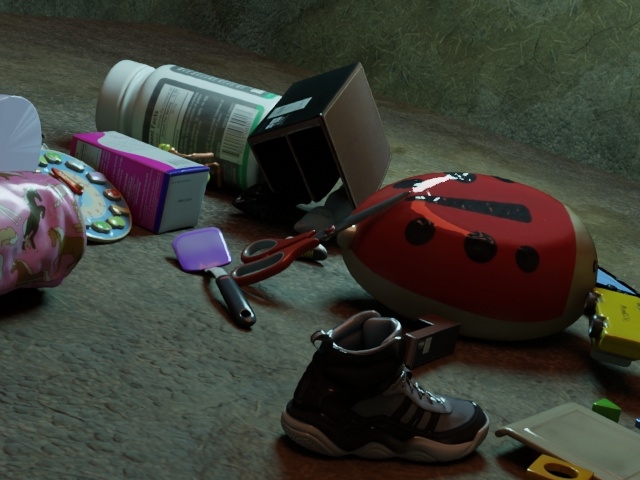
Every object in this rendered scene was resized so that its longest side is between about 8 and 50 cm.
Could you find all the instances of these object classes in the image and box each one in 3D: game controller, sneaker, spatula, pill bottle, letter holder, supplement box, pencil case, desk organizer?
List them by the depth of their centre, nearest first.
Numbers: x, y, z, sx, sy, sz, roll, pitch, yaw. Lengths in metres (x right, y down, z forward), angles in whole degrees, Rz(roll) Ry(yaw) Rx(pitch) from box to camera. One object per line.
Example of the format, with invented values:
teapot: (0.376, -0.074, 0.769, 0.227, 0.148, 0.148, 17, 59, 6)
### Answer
sneaker: (0.093, 0.166, 1.333, 0.268, 0.153, 0.101, 6, 18, -27)
pencil case: (-0.444, 0.008, 1.403, 0.160, 0.167, 0.386, 14, 15, 21)
desk organizer: (0.145, 0.142, 1.660, 0.050, 0.047, 0.130, 21, 17, 30)
spatula: (-0.151, 0.054, 1.722, 0.084, 0.030, 0.296, -11, 26, -17)
sneaker: (-0.029, 0.020, 1.971, 0.083, 0.031, 0.035, 15, 29, 19)
supplement box: (-0.318, -0.104, 1.992, 0.220, 0.114, 0.111, 23, 19, 27)
game controller: (0.501, 0.069, 2.172, 0.166, 0.067, 0.319, 7, 18, -22)
letter holder: (0.012, -0.172, 2.180, 0.152, 0.214, 0.302, -15, 21, 23)
pill bottle: (-0.251, -0.234, 2.328, 0.361, 0.204, 0.204, 18, 16, 14)

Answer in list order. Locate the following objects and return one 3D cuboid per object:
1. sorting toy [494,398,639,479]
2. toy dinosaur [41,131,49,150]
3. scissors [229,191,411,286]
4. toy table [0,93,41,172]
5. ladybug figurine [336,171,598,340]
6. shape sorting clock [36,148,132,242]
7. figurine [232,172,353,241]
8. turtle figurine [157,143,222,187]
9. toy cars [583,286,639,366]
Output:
sorting toy: (0.333, 0.261, 1.413, 0.196, 0.047, 0.347, 20, 16, 36)
toy dinosaur: (-0.524, -0.149, 1.933, 0.218, 0.164, 0.322, 23, -3, -26)
scissors: (0.000, 0.000, 1.754, 0.297, 0.021, 0.109, -18, 27, 15)
toy table: (-0.520, -0.092, 1.594, 0.161, 0.252, 0.274, 10, 46, 23)
ladybug figurine: (0.247, 0.007, 1.842, 0.449, 0.162, 0.305, 5, 46, -19)
shape sorting clock: (-0.389, -0.075, 1.848, 0.206, 0.040, 0.206, 29, 29, -18)
figurine: (-0.030, -0.065, 2.178, 0.215, 0.092, 0.209, 21, 25, 20)
turtle figurine: (-0.291, -0.129, 2.153, 0.217, 0.087, 0.269, 13, -4, 10)
toy cars: (0.508, 0.187, 1.692, 0.176, 0.087, 0.393, -4, 26, -35)
